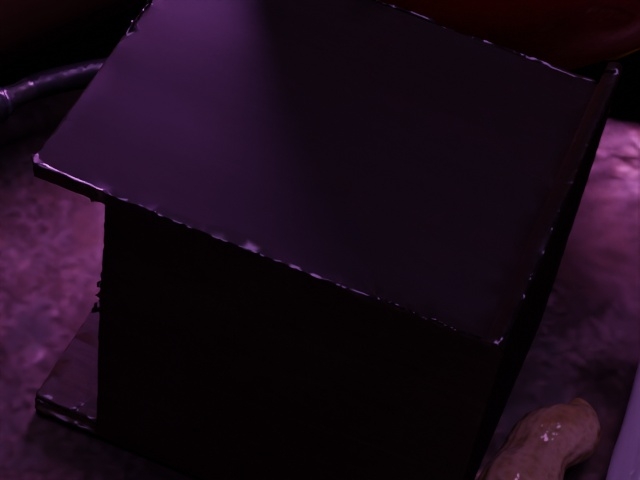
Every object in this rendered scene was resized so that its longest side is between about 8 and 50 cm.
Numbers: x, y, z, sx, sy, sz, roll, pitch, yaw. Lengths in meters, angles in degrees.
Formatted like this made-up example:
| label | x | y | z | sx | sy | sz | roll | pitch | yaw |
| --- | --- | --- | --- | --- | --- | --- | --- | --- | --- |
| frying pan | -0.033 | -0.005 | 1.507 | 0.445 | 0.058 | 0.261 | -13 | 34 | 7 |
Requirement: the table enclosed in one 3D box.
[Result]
| label | x | y | z | sx | sy | sz | roll | pitch | yaw |
| --- | --- | --- | --- | --- | --- | --- | --- | --- | --- |
| table | 0.000 | 0.000 | 0.762 | 0.193 | 0.169 | 0.172 | 20 | 50 | 10 |

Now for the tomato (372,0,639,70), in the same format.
| label | x | y | z | sx | sy | sz | roll | pitch | yaw |
| --- | --- | --- | --- | --- | --- | --- | --- | --- | --- |
| tomato | 0.108 | -0.197 | 0.829 | 0.299 | 0.298 | 0.226 | -16 | 40 | -22 |

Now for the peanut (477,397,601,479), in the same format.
| label | x | y | z | sx | sy | sz | roll | pitch | yaw |
| --- | --- | --- | --- | --- | --- | --- | --- | --- | --- |
| peanut | 0.096 | 0.096 | 0.781 | 0.037 | 0.037 | 0.083 | 36 | 54 | 20 |

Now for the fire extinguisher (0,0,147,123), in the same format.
| label | x | y | z | sx | sy | sz | roll | pitch | yaw |
| --- | --- | --- | --- | --- | --- | --- | --- | --- | --- |
| fire extinguisher | -0.107 | -0.146 | 0.932 | 0.376 | 0.113 | 0.200 | -32 | 103 | -29 |

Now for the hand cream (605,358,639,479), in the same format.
| label | x | y | z | sx | sy | sz | roll | pitch | yaw |
| --- | --- | --- | --- | --- | --- | --- | --- | --- | --- |
| hand cream | 0.209 | 0.045 | 0.834 | 0.121 | 0.076 | 0.336 | 13 | 55 | 9 |

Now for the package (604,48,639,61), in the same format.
| label | x | y | z | sx | sy | sz | roll | pitch | yaw |
| --- | --- | --- | --- | --- | --- | --- | --- | --- | --- |
| package | 0.165 | -0.142 | 0.988 | 0.131 | 0.047 | 0.071 | -26 | 51 | 3 |
